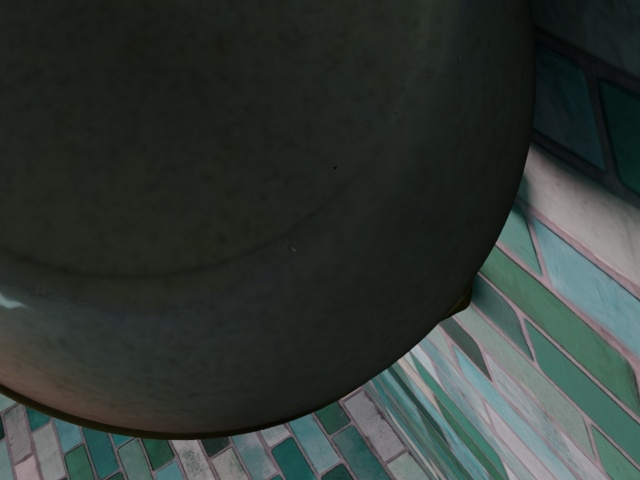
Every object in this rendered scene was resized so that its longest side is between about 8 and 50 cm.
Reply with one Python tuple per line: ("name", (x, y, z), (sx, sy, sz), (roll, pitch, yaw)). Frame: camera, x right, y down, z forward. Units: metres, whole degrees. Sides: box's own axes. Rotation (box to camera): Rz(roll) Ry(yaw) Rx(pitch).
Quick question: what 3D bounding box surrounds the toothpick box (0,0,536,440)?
("toothpick box", (-0.069, -0.075, 0.604), (0.409, 0.409, 0.425), (57, 176, 7))
